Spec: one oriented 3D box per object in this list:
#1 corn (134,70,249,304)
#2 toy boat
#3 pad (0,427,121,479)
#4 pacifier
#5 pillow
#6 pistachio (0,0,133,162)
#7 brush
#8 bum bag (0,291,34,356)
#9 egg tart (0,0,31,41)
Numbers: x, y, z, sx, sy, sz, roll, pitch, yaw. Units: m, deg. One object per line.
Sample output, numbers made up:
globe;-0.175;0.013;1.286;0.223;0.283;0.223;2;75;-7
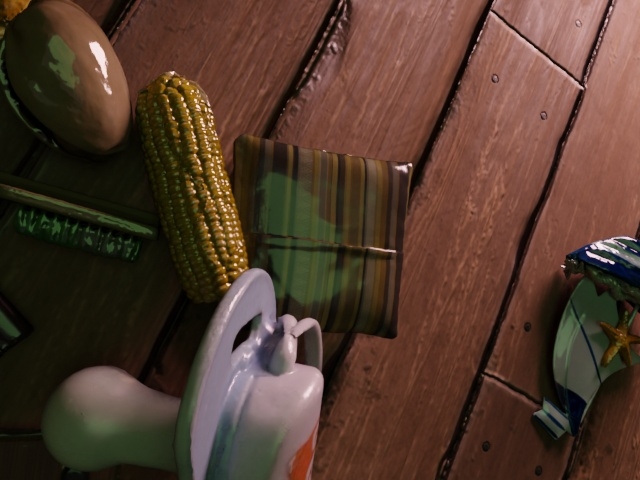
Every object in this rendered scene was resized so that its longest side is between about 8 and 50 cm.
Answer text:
corn;-0.126;-0.051;0.494;0.080;0.080;0.239;-11;82;-22
toy boat;0.385;0.141;0.713;0.220;0.067;0.291;35;86;-15
pad;-0.330;0.304;0.422;0.283;0.018;0.287;8;86;-25
pacifier;-0.118;0.162;0.440;0.232;0.244;0.300;9;97;4
pillow;0.000;0.000;0.560;0.211;0.052;0.209;6;85;-17
pistachio;-0.227;-0.143;0.461;0.113;0.113;0.149;-30;115;-20
brush;-0.287;-0.039;0.454;0.282;0.054;0.048;18;99;-19
bum bag;-0.349;0.090;0.434;0.159;0.026;0.109;-43;102;-18
egg tart;-0.306;-0.246;0.462;0.128;0.049;0.129;2;84;-20
